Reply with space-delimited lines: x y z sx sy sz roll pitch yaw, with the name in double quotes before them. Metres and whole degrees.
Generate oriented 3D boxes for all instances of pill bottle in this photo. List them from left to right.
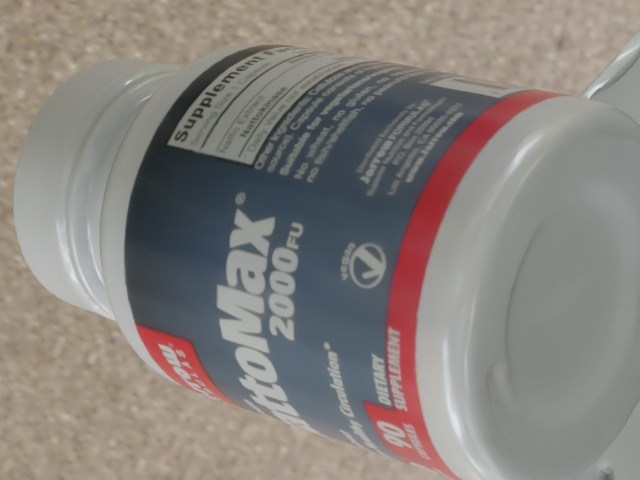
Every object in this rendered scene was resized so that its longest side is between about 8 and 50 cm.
"pill bottle" 0.000 0.000 0.551 0.108 0.180 0.108 -18 115 -46

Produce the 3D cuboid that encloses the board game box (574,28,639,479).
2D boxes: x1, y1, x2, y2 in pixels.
"board game box" 0.209 0.033 0.599 0.050 0.390 0.390 11 141 -26
